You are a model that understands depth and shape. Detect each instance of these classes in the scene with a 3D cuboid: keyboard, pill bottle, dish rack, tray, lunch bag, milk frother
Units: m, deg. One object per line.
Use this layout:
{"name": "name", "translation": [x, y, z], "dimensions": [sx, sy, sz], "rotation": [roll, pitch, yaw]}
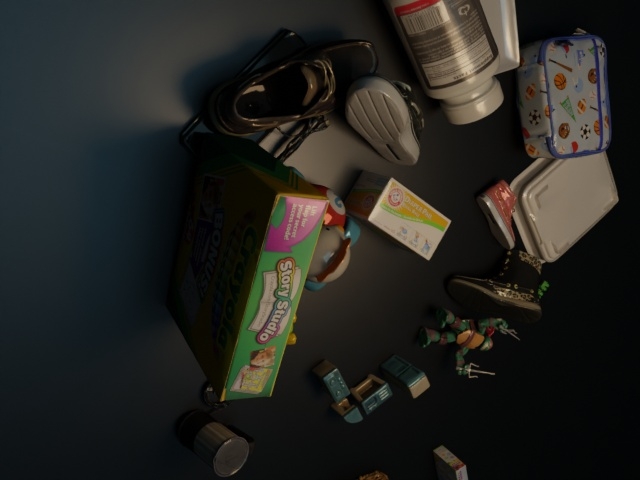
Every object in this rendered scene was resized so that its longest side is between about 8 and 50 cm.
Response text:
{"name": "keyboard", "translation": [-0.103, -0.239, 1.305], "dimensions": [0.317, 0.033, 0.201], "rotation": [-47, 115, -9]}
{"name": "pill bottle", "translation": [0.265, -0.406, 1.383], "dimensions": [0.176, 0.176, 0.318], "rotation": [-40, 120, -15]}
{"name": "dish rack", "translation": [0.657, -0.115, 1.762], "dimensions": [0.333, 0.072, 0.285], "rotation": [-39, 120, -14]}
{"name": "tray", "translation": [0.376, -0.509, 1.506], "dimensions": [0.145, 0.030, 0.270], "rotation": [-23, 114, -24]}
{"name": "lunch bag", "translation": [0.595, -0.350, 1.610], "dimensions": [0.243, 0.115, 0.303], "rotation": [-9, 99, -26]}
{"name": "milk frother", "translation": [-0.202, 0.375, 1.359], "dimensions": [0.129, 0.135, 0.143], "rotation": [-15, 114, -41]}

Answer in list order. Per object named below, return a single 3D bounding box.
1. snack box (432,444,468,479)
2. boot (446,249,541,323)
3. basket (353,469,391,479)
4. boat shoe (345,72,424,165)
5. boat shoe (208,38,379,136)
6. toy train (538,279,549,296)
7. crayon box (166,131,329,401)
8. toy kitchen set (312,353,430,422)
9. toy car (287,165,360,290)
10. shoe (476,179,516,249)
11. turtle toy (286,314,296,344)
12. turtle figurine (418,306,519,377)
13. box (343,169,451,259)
{"name": "snack box", "translation": [0.350, 0.630, 1.778], "dimensions": [0.037, 0.100, 0.141], "rotation": [-23, 115, -22]}
{"name": "boot", "translation": [0.445, 0.098, 1.686], "dimensions": [0.085, 0.237, 0.178], "rotation": [102, 7, -51]}
{"name": "basket", "translation": [0.154, 0.752, 1.628], "dimensions": [0.214, 0.223, 0.298], "rotation": [-12, 109, -27]}
{"name": "boat shoe", "translation": [0.134, -0.263, 1.343], "dimensions": [0.335, 0.121, 0.119], "rotation": [43, 58, -68]}
{"name": "boat shoe", "translation": [-0.029, -0.279, 1.241], "dimensions": [0.356, 0.130, 0.132], "rotation": [-29, 111, -18]}
{"name": "toy train", "translation": [0.595, 0.144, 1.831], "dimensions": [0.024, 0.017, 0.083], "rotation": [41, 82, -22]}
{"name": "crayon box", "translation": [-0.145, 0.035, 1.155], "dimensions": [0.106, 0.313, 0.362], "rotation": [5, 112, -31]}
{"name": "toy kitchen set", "translation": [0.116, 0.313, 1.537], "dimensions": [0.207, 0.122, 0.166], "rotation": [-35, 119, -18]}
{"name": "toy car", "translation": [0.000, 0.000, 1.309], "dimensions": [0.219, 0.238, 0.210], "rotation": [40, 82, -33]}
{"name": "shoe", "translation": [0.458, -0.064, 1.662], "dimensions": [0.081, 0.063, 0.178], "rotation": [-39, 116, -10]}
{"name": "turtle toy", "translation": [-0.099, 0.190, 1.408], "dimensions": [0.095, 0.066, 0.130], "rotation": [-1, 109, -6]}
{"name": "turtle figurine", "translation": [0.368, 0.247, 1.667], "dimensions": [0.234, 0.118, 0.175], "rotation": [21, 101, -23]}
{"name": "box", "translation": [0.166, -0.055, 1.465], "dimensions": [0.203, 0.114, 0.103], "rotation": [31, 87, -32]}
